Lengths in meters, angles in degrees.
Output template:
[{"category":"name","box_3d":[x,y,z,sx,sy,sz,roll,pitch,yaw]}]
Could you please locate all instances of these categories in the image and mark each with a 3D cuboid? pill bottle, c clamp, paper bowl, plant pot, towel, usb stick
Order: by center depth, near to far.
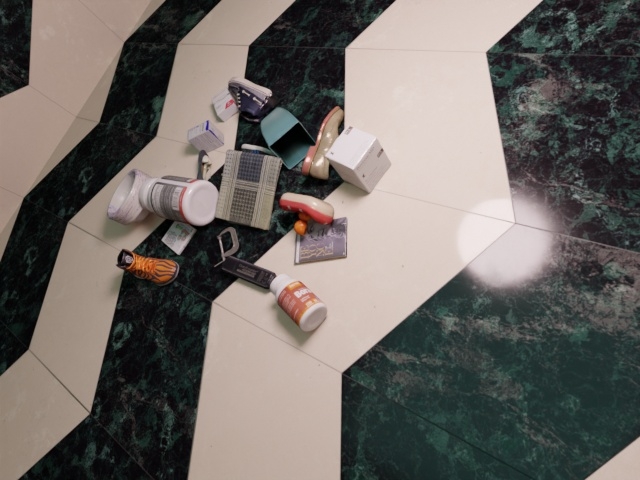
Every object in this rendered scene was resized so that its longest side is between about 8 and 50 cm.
[{"category":"pill bottle","box_3d":[-0.085,0.216,1.497,0.216,0.121,0.121,39,89,35]},{"category":"usb stick","box_3d":[-0.296,0.129,1.697,0.278,0.045,0.077,17,69,33]},{"category":"towel","box_3d":[-0.316,-0.221,1.817,0.312,0.056,0.324,14,94,28]},{"category":"c clamp","box_3d":[-0.422,0.020,1.826,0.137,0.022,0.161,-24,59,17]},{"category":"plant pot","box_3d":[-0.159,-0.474,1.838,0.165,0.166,0.234,-38,49,7]},{"category":"pill bottle","box_3d":[-0.666,-0.195,1.942,0.363,0.210,0.210,12,74,32]},{"category":"paper bowl","box_3d":[-0.944,-0.210,2.110,0.284,0.148,0.284,-26,50,35]}]

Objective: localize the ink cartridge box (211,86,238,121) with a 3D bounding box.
[{"category":"ink cartridge box","box_3d":[-0.501,-0.717,2.183,0.109,0.063,0.150,-33,56,11]}]

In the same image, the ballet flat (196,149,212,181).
[{"category":"ballet flat","box_3d":[-0.569,-0.359,2.052,0.074,0.074,0.203,-6,71,26]}]

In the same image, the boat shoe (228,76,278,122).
[{"category":"boat shoe","box_3d":[-0.380,-0.702,2.070,0.340,0.127,0.158,29,75,34]}]

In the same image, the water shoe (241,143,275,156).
[{"category":"water shoe","box_3d":[-0.285,-0.398,1.932,0.203,0.073,0.080,18,104,33]}]

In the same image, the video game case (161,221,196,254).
[{"category":"video game case","box_3d":[-0.678,-0.025,1.986,0.157,0.019,0.143,31,84,34]}]

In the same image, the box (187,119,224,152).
[{"category":"box","box_3d":[-0.580,-0.521,2.097,0.137,0.126,0.072,-18,59,19]}]

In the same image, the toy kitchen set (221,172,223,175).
[{"category":"toy kitchen set","box_3d":[-0.422,-0.308,1.978,0.083,0.075,0.068,-47,5,-38]}]

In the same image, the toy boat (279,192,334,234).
[{"category":"toy boat","box_3d":[-0.060,-0.094,1.614,0.231,0.151,0.151,15,91,39]}]

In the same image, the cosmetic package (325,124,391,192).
[{"category":"cosmetic package","box_3d":[0.146,-0.307,1.577,0.151,0.183,0.151,34,86,35]}]

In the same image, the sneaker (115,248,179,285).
[{"category":"sneaker","box_3d":[-0.810,0.120,1.890,0.321,0.180,0.125,0,68,28]}]

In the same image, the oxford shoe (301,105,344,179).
[{"category":"oxford shoe","box_3d":[0.042,-0.403,1.743,0.130,0.123,0.348,22,75,5]}]

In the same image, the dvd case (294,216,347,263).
[{"category":"dvd case","box_3d":[0.000,0.000,1.614,0.221,0.018,0.165,-9,64,25]}]
